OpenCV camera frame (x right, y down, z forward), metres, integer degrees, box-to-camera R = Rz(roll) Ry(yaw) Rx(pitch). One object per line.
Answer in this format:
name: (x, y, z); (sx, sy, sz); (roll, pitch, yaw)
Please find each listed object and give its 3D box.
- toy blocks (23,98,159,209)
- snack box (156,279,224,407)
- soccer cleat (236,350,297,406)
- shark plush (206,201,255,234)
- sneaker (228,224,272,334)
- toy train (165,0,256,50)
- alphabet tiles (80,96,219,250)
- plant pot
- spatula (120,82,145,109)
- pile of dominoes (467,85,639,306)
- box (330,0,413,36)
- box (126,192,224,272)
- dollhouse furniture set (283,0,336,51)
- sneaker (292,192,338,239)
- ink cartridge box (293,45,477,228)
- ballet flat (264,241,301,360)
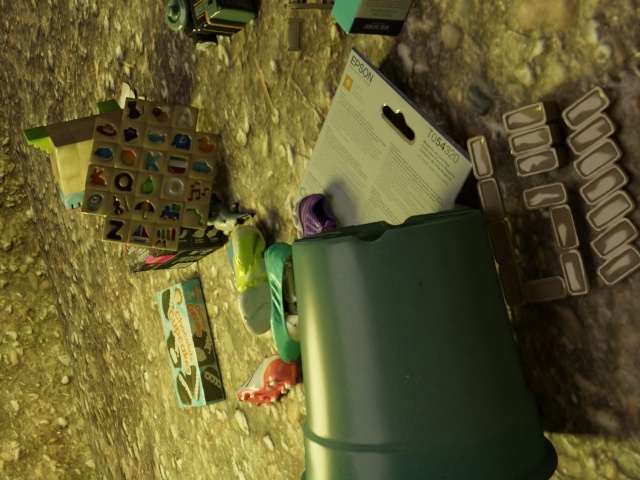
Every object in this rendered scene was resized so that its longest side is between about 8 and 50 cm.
toy blocks: (-0.520, -0.189, 1.851); (0.191, 0.381, 0.261); (50, 147, 36)
snack box: (-0.349, 0.276, 1.947); (0.187, 0.060, 0.322); (-22, 79, 55)
soccer cleat: (-0.115, 0.300, 1.609); (0.248, 0.083, 0.095); (136, 148, -56)
shark plush: (-0.209, -0.060, 1.673); (0.161, 0.073, 0.067); (-9, 60, 61)
sneaker: (-0.149, 0.081, 1.607); (0.126, 0.091, 0.240); (-156, 61, -72)
toy train: (-0.240, -0.575, 1.534); (0.190, 0.142, 0.334); (-13, 85, 44)
alphabet tiles: (-0.387, -0.154, 1.680); (0.011, 0.285, 0.342); (114, 163, -80)
plant pot: (0.112, 0.140, 0.968); (0.341, 0.341, 0.334); (-4, 97, 56)
spatula: (-0.553, -0.325, 2.150); (0.168, 0.019, 0.242); (34, 125, 41)
pile of dominoes: (0.302, -0.052, 0.934); (0.196, 0.040, 0.251); (-14, 90, 42)
box: (0.108, -0.422, 1.077); (0.060, 0.100, 0.244); (58, 139, 33)
box: (-0.366, -0.019, 1.812); (0.247, 0.163, 0.142); (-24, 74, 55)
dollhouse furniture set: (-0.020, -0.429, 1.302); (0.161, 0.101, 0.182); (-124, 33, -71)
sneaker: (0.000, 0.000, 1.239); (0.071, 0.068, 0.170); (-27, 74, 47)
ink cartridge box: (0.103, -0.089, 1.192); (0.324, 0.071, 0.330); (53, 134, 35)
ballet flat: (-0.056, 0.125, 1.467); (0.087, 0.083, 0.247); (-3, 97, 42)
